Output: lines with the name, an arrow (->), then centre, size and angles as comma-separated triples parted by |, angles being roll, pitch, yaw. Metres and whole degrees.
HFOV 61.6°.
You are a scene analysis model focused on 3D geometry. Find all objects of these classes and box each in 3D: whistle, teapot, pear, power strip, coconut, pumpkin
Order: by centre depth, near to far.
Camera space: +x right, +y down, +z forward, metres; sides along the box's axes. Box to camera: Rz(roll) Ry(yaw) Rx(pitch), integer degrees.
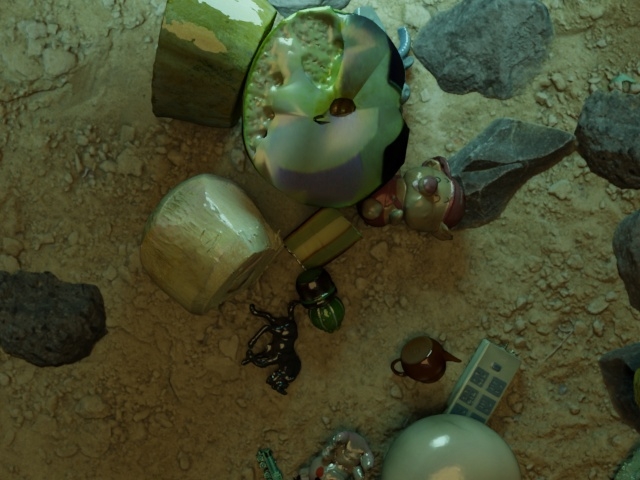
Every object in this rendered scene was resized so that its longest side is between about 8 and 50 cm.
pumpkin -> -0.214, -0.397, 1.134 | 0.199, 0.332, 0.333 | 16, 93, -4
pear -> -0.006, -0.278, 1.151 | 0.398, 0.165, 0.399 | -5, 104, -22
coconut -> -0.249, -0.003, 1.176 | 0.297, 0.297, 0.254 | -44, 79, 1
whistle -> 0.142, -0.421, 1.259 | 0.180, 0.093, 0.269 | -21, 94, -21
teapot -> 0.253, 0.300, 1.308 | 0.173, 0.116, 0.116 | -23, 94, 26
power strip -> 0.376, 0.409, 1.342 | 0.106, 0.043, 0.368 | 29, 92, -4

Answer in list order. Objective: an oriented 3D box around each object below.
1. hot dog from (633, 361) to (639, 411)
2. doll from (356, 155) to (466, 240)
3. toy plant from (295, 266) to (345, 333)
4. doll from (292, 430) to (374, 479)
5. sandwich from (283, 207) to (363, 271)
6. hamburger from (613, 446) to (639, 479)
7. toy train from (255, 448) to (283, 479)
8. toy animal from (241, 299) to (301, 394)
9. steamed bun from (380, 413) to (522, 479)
hot dog -> 0.882, 0.396, 1.292 | 0.272, 0.122, 0.196 | 39, 66, 21
doll -> 0.212, -0.104, 1.250 | 0.255, 0.152, 0.196 | 4, 95, -3
toy plant -> 0.003, 0.148, 1.282 | 0.092, 0.093, 0.163 | -23, 113, 0
doll -> 0.043, 0.555, 1.316 | 0.149, 0.095, 0.192 | 35, 94, 3
sandwich -> 0.000, 0.000, 1.238 | 0.144, 0.187, 0.117 | -43, 94, -5
hamburger -> 0.878, 0.678, 1.301 | 0.276, 0.195, 0.318 | 30, 94, -6
toy train -> -0.129, 0.566, 1.344 | 0.045, 0.029, 0.092 | -22, 93, -8
toy animal -> -0.109, 0.252, 1.309 | 0.148, 0.084, 0.233 | 8, 91, -15
steamed bun -> 0.297, 0.558, 1.212 | 0.324, 0.206, 0.325 | 0, 89, -8
